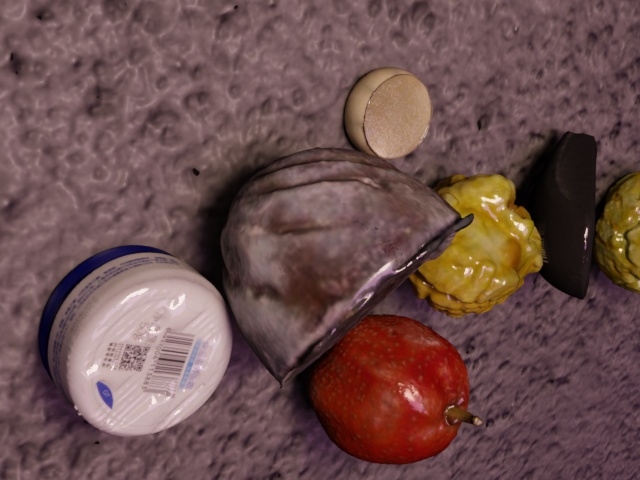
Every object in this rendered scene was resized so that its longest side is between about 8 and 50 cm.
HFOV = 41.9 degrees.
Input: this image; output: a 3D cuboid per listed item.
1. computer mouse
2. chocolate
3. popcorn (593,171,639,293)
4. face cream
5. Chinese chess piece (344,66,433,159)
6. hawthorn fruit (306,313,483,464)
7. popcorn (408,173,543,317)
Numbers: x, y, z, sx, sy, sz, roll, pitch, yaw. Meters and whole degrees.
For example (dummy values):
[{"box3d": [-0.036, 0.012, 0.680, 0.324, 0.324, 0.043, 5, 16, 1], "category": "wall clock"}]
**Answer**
[{"box3d": [0.368, -0.036, 1.280, 0.269, 0.100, 0.170, -69, 160, -47], "category": "computer mouse"}, {"box3d": [0.000, 0.000, 0.986, 0.303, 0.213, 0.303, -41, 173, -6], "category": "chocolate"}, {"box3d": [0.575, -0.015, 1.452, 0.204, 0.183, 0.221, 0, 109, -31], "category": "popcorn"}, {"box3d": [-0.205, 0.116, 0.954, 0.206, 0.111, 0.206, -14, 117, -31], "category": "face cream"}, {"box3d": [0.089, -0.167, 1.102, 0.122, 0.051, 0.122, -14, 117, -30], "category": "Chinese chess piece"}, {"box3d": [0.109, 0.209, 1.134, 0.205, 0.253, 0.205, -27, 128, -41], "category": "hawthorn fruit"}, {"box3d": [0.206, 0.002, 1.188, 0.226, 0.200, 0.203, -12, 75, -28], "category": "popcorn"}]
